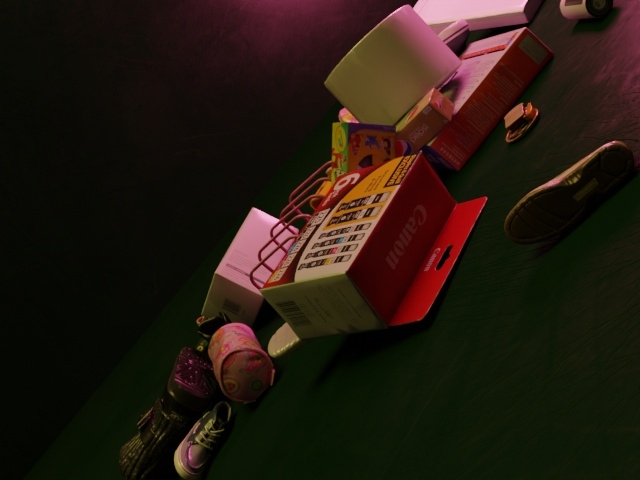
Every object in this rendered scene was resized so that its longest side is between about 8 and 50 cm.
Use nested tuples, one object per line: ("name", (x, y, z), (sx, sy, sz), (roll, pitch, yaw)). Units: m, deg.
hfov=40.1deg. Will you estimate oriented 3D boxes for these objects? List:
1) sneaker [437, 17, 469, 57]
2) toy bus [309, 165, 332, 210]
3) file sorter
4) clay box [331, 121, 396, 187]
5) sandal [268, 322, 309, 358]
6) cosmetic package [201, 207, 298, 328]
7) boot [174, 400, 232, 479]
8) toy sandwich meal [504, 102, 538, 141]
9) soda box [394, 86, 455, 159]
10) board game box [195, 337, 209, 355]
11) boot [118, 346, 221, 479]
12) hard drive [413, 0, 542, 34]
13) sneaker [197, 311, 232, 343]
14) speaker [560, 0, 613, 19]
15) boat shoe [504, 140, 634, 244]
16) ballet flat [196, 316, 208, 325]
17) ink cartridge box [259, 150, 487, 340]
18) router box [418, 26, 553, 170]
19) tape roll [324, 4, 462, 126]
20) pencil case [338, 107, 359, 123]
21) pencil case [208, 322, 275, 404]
("sneaker", (0.290, -0.407, 2.109), (0.126, 0.127, 0.321), (-36, -3, -24))
("toy bus", (0.059, -0.146, 2.253), (0.191, 0.104, 0.202), (-46, 13, 18))
("file sorter", (0.000, 0.000, 1.846), (0.202, 0.182, 0.290), (-40, 16, 38))
("clay box", (0.083, -0.113, 1.687), (0.053, 0.128, 0.221), (4, 95, 51))
("sandal", (0.027, 0.137, 1.564), (0.265, 0.076, 0.102), (-37, 27, -4))
("cosmetic package", (-0.179, 0.080, 2.199), (0.224, 0.138, 0.224), (-62, -1, -36))
("boot", (-0.234, 0.398, 1.771), (0.086, 0.069, 0.190), (-49, 10, 21))
("toy sandwich meal", (0.353, -0.212, 1.561), (0.085, 0.029, 0.085), (-48, 12, 14))
("soda box", (0.182, -0.214, 1.729), (0.181, 0.058, 0.061), (-42, 17, 41))
("board game box", (-0.328, 0.350, 2.213), (0.136, 0.030, 0.259), (99, -163, -52))
("boot", (-0.333, 0.398, 2.000), (0.260, 0.131, 0.348), (-61, -2, 9))
("hard drive", (0.396, -0.605, 2.180), (0.353, 0.047, 0.233), (4, 51, 42))
("sneaker", (-0.239, 0.229, 2.134), (0.087, 0.130, 0.227), (-37, 9, -9))
("speaker", (0.504, -0.449, 1.666), (0.055, 0.055, 0.136), (-49, 12, 7))
("boat shoe", (0.328, -0.062, 1.156), (0.190, 0.068, 0.072), (-35, 5, 22))
("ballet flat", (-0.275, 0.189, 2.535), (0.232, 0.073, 0.080), (-45, 14, 22))
("ink cartridge box", (0.093, 0.002, 1.458), (0.272, 0.130, 0.309), (-14, 33, 44))
("router box", (0.304, -0.293, 1.856), (0.301, 0.082, 0.335), (-51, 12, 0))
("tape roll", (0.153, -0.348, 1.841), (0.246, 0.169, 0.246), (-43, 0, 0))
("pencil case", (0.225, -0.428, 2.374), (0.386, 0.167, 0.160), (-46, -31, 18))
("pencil case", (-0.171, 0.258, 1.873), (0.124, 0.124, 0.284), (-51, 13, -4))
